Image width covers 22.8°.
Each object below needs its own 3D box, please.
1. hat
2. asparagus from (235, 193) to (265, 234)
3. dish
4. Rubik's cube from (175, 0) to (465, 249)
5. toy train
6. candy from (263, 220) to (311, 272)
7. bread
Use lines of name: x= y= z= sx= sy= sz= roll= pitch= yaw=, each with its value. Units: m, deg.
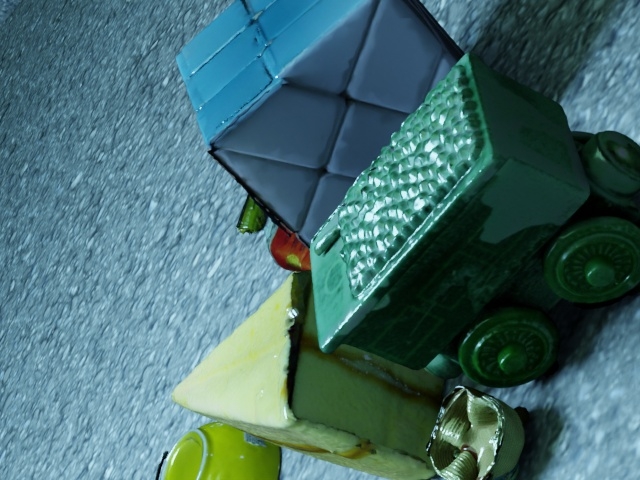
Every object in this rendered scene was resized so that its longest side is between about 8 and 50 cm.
hat: x=0.131 y=0.163 z=1.274 sx=0.076 sy=0.059 sz=0.077 roll=27 pitch=96 yaw=50
asparagus: x=-0.070 y=-0.082 z=1.944 sx=0.036 sy=0.030 sz=0.165 roll=138 pitch=149 yaw=-59
dish: x=-0.117 y=0.247 z=1.657 sx=0.148 sy=0.080 sz=0.208 roll=-62 pitch=26 yaw=3
Rubik's cube: x=0.024 y=-0.136 z=1.519 sx=0.231 sy=0.221 sz=0.224 roll=-40 pitch=29 yaw=9
toy train: x=0.132 y=0.000 z=1.256 sx=0.266 sy=0.202 sz=0.145 roll=-51 pitch=29 yaw=32
candy: x=0.000 y=0.001 z=1.688 sx=0.086 sy=0.059 sz=0.292 roll=-67 pitch=24 yaw=-1
bread: x=-0.020 y=0.173 z=1.444 sx=0.264 sy=0.168 sz=0.163 roll=-45 pitch=31 yaw=42
